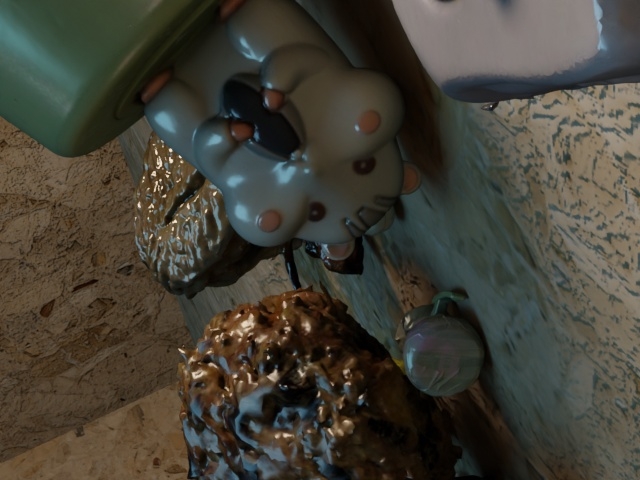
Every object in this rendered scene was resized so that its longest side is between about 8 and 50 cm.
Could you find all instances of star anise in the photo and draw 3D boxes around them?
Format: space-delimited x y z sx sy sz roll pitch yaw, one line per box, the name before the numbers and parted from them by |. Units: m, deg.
star anise | 0.000 0.000 1.119 0.097 0.070 0.190 15 117 61

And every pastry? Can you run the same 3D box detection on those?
pastry | 0.005 0.164 1.025 0.275 0.193 0.274 12 116 26

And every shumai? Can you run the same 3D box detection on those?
shumai | -0.077 -0.042 1.176 0.206 0.176 0.166 -57 45 32

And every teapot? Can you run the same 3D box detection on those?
teapot | 0.092 0.074 0.932 0.064 0.064 0.083 -126 47 -70

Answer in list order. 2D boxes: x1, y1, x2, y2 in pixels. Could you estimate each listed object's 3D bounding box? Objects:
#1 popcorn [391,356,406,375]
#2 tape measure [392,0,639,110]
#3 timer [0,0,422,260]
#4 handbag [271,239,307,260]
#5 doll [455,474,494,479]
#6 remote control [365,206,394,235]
popcorn | 0.057 0.160 1.147 0.109 0.089 0.097 37 142 10
tape measure | 0.076 -0.142 0.417 0.236 0.120 0.197 -157 55 -78
timer | -0.067 -0.123 0.834 0.315 0.291 0.291 45 168 -1
handbag | -0.086 -0.070 1.401 0.157 0.059 0.212 68 166 -17
doll | 0.129 0.262 1.100 0.219 0.067 0.091 120 144 -73
remote control | 0.020 -0.044 1.007 0.122 0.032 0.074 15 121 61
